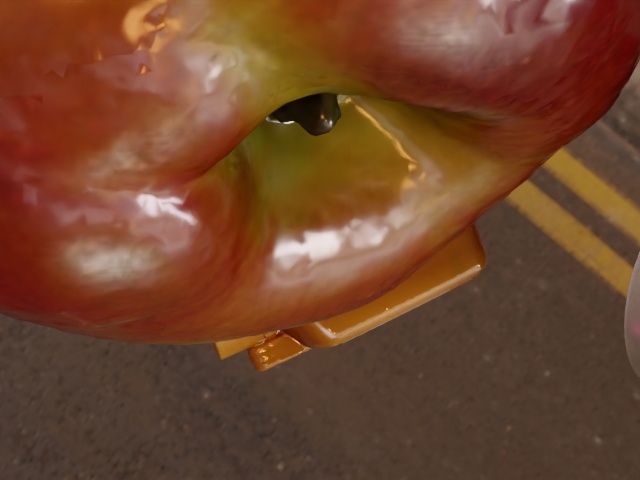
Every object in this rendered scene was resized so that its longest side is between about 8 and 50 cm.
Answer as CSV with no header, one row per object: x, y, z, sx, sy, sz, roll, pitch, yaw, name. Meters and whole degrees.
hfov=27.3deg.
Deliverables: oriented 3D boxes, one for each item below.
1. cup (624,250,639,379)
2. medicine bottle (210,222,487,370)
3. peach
0.412,0.073,0.958,0.212,0.212,0.317,-6,23,-41,cup
0.000,0.000,1.032,0.222,0.112,0.149,-25,102,-9,medicine bottle
-0.023,-0.149,0.519,0.310,0.335,0.406,5,52,-4,peach
